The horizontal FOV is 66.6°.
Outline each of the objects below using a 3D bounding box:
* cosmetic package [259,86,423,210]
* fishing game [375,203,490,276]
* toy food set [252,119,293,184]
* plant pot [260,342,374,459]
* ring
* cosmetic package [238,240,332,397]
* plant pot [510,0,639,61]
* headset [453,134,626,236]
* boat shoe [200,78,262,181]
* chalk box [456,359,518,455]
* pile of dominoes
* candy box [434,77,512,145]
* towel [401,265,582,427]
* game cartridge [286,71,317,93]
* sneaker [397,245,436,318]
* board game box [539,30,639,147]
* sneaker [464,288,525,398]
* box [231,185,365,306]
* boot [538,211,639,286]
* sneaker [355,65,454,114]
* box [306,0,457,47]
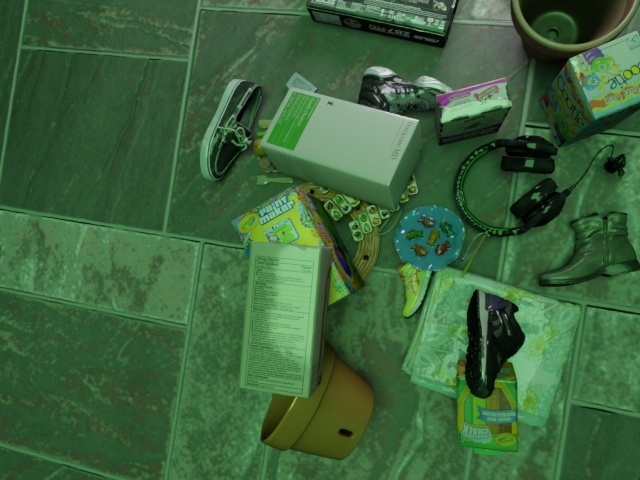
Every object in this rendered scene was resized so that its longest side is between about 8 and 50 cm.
[{"bbox_3d":[0.058,-0.240,1.264,0.366,0.155,0.197,19,76,22],"label":"cosmetic package"},{"bbox_3d":[0.278,-0.012,1.262,0.264,0.041,0.189,32,81,28],"label":"fishing game"},{"bbox_3d":[-0.132,-0.259,1.406,0.132,0.038,0.192,1,88,12],"label":"toy food set"},{"bbox_3d":[0.003,0.422,1.252,0.203,0.291,0.291,30,95,-6],"label":"plant pot"},{"bbox_3d":[0.000,0.000,1.375,0.337,0.032,0.336,0,88,11],"label":"ring"},{"bbox_3d":[-0.067,0.153,1.007,0.153,0.129,0.296,6,91,12],"label":"cosmetic package"},{"bbox_3d":[0.577,-0.537,1.165,0.263,0.229,0.263,0,88,11],"label":"plant pot"},{"bbox_3d":[0.543,-0.150,1.231,0.394,0.185,0.243,-13,90,27],"label":"headset"},{"bbox_3d":[-0.245,-0.309,1.396,0.105,0.113,0.306,19,83,26],"label":"boat shoe"},{"bbox_3d":[0.388,0.404,1.139,0.132,0.132,0.213,-2,93,17],"label":"chalk box"},{"bbox_3d":[0.129,-0.142,1.316,0.251,0.040,0.196,-40,79,7],"label":"pile of dominoes"},{"bbox_3d":[0.366,-0.309,1.201,0.159,0.233,0.071,-12,86,11],"label":"candy box"},{"bbox_3d":[0.429,0.261,1.244,0.374,0.090,0.320,18,93,12],"label":"towel"},{"bbox_3d":[-0.057,-0.441,1.408,0.083,0.017,0.056,41,93,11],"label":"game cartridge"},{"bbox_3d":[0.244,0.103,1.297,0.094,0.081,0.208,16,80,12],"label":"sneaker"},{"bbox_3d":[0.630,-0.332,1.124,0.144,0.275,0.142,-21,84,10],"label":"board game box"},{"bbox_3d":[0.401,0.228,1.091,0.124,0.283,0.107,14,134,7],"label":"sneaker"},{"bbox_3d":[-0.043,0.041,1.218,0.177,0.290,0.279,-29,84,10],"label":"box"},{"bbox_3d":[0.652,0.023,1.218,0.247,0.083,0.161,-13,79,6],"label":"boot"},{"bbox_3d":[0.215,-0.355,1.289,0.269,0.101,0.153,22,77,18],"label":"sneaker"},{"bbox_3d":[0.192,-0.730,1.324,0.395,0.097,0.318,16,93,12],"label":"box"}]
